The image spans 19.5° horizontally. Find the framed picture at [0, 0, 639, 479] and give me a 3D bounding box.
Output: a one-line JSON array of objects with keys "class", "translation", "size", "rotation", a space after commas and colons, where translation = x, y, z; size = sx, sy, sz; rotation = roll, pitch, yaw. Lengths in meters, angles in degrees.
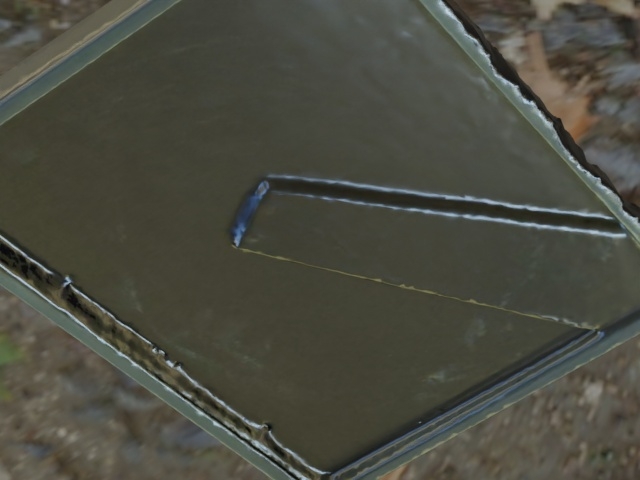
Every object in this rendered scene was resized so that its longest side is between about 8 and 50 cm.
[{"class": "framed picture", "translation": [0.000, -0.001, 0.675], "size": [0.192, 0.018, 0.265], "rotation": [-30, 134, 19]}]
